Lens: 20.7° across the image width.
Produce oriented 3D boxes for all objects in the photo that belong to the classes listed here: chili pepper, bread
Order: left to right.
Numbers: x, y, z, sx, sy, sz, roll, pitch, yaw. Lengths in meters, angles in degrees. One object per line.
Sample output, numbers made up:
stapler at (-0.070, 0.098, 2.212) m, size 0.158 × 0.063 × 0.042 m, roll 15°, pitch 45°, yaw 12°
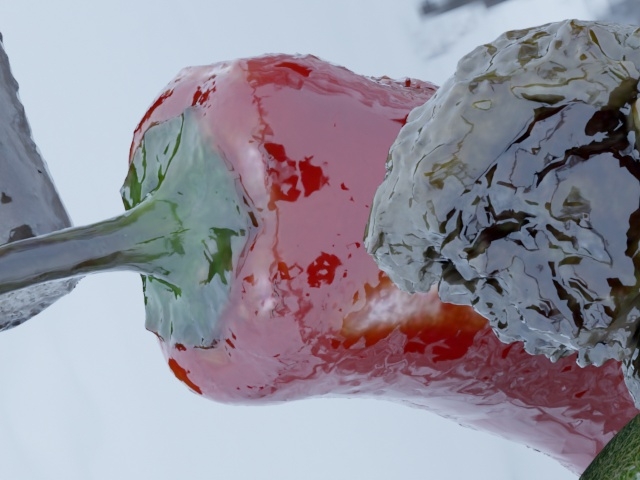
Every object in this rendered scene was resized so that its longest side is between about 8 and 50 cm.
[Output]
chili pepper at (0.000, -0.004, 0.621) m, size 0.338 × 0.131 × 0.134 m, roll 17°, pitch 22°, yaw -32°
bread at (0.066, -0.006, 0.365) m, size 0.113 × 0.082 × 0.060 m, roll 28°, pitch -4°, yaw 22°

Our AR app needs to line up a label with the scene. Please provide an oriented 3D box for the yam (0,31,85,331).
yam at (-0.207, -0.082, 0.807) m, size 0.279 × 0.131 × 0.131 m, roll 66°, pitch 10°, yaw 15°

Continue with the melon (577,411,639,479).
melon at (0.127, 0.110, 0.550) m, size 0.114 × 0.167 × 0.114 m, roll 22°, pitch 21°, yaw -9°
